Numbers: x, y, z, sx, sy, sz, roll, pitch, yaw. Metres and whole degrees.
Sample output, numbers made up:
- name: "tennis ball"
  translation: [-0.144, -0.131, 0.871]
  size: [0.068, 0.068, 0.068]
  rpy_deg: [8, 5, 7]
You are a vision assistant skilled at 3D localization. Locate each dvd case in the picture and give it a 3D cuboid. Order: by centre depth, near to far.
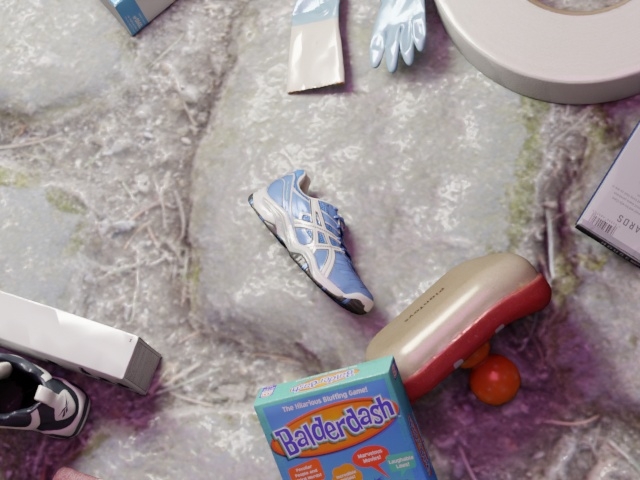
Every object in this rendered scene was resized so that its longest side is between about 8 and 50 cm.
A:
- name: "dvd case"
  translation: [0.435, -0.068, 1.719]
  size: [0.179, 0.029, 0.238]
  rpy_deg: [33, 80, 5]

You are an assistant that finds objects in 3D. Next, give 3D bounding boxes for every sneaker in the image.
- name: "sneaker"
  translation: [-0.404, 0.172, 1.741]
  size: [0.235, 0.153, 0.094]
  rpy_deg: [17, 74, 16]
- name: "sneaker"
  translation: [0.000, 0.000, 1.766]
  size: [0.081, 0.080, 0.211]
  rpy_deg: [-39, 70, -1]

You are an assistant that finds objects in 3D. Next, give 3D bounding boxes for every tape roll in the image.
- name: "tape roll"
  translation: [0.327, -0.360, 1.836]
  size: [0.392, 0.072, 0.392]
  rpy_deg: [-3, 72, 9]

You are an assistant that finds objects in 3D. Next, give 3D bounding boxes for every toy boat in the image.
- name: "toy boat"
  translation: [0.174, 0.123, 1.678]
  size: [0.231, 0.151, 0.151]
  rpy_deg: [-40, 100, -4]

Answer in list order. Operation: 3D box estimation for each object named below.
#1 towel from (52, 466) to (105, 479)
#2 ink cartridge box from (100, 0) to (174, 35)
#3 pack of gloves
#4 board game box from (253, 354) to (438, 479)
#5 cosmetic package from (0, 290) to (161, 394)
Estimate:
- name: "towel"
  translation: [-0.207, 0.406, 1.645]
  size: [0.329, 0.037, 0.237]
  rpy_deg: [12, 72, 29]
- name: "ink cartridge box"
  translation: [-0.230, -0.361, 1.925]
  size: [0.143, 0.090, 0.092]
  rpy_deg: [-40, 70, -6]
- name: "pack of gloves"
  translation: [0.052, -0.306, 1.886]
  size: [0.195, 0.046, 0.232]
  rpy_deg: [-9, 70, 26]
- name: "board game box"
  translation: [0.037, 0.245, 1.618]
  size: [0.160, 0.047, 0.210]
  rpy_deg: [-16, 106, 16]
- name: "cosmetic package"
  translation: [-0.322, 0.118, 1.774]
  size: [0.239, 0.099, 0.060]
  rpy_deg: [17, 75, 16]
